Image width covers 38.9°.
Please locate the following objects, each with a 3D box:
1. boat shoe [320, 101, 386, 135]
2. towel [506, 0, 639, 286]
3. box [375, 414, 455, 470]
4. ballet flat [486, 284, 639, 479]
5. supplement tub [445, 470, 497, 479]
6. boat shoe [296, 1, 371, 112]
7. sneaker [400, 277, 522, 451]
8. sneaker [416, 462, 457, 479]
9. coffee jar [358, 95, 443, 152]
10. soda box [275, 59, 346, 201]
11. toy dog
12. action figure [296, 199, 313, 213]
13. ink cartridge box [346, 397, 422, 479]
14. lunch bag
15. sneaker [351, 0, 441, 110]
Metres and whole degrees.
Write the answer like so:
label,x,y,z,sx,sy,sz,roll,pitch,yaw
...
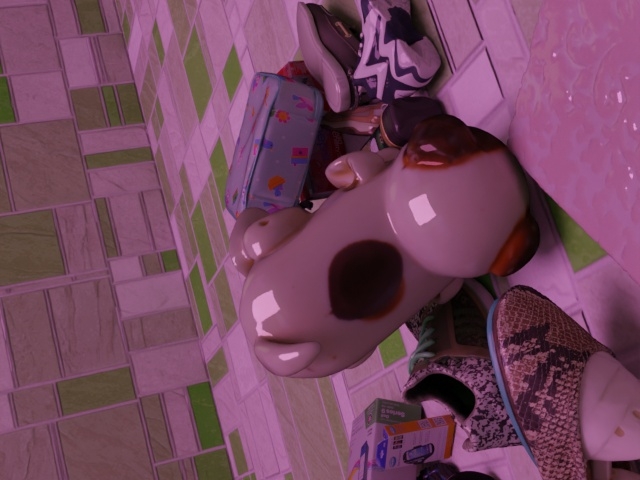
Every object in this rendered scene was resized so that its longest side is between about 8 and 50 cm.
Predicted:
label,x,y,z,sx,sy,sz,roll,pitch,yaw
boat shoe,0.067,-0.221,1.595,0.190,0.068,0.072,15,100,54
towel,0.328,-0.156,0.960,0.317,0.053,0.332,-122,30,-46
box,0.155,0.340,1.521,0.028,0.136,0.081,-116,25,-55
ballet flat,0.332,0.273,1.035,0.182,0.164,0.483,-3,108,42
supplement tub,0.233,0.467,1.430,0.106,0.106,0.198,-129,34,-51
boat shoe,0.028,-0.330,1.589,0.305,0.091,0.109,-114,15,-45
sneaker,0.184,0.167,1.301,0.410,0.182,0.158,-137,41,-58
sneaker,0.195,0.478,1.581,0.083,0.087,0.221,-94,20,-62
coffee jar,0.123,-0.152,1.425,0.184,0.096,0.079,124,135,-61
soda box,-0.014,-0.214,1.765,0.092,0.083,0.263,158,101,-68
toy dog,0.085,-0.007,1.230,0.284,0.408,0.395,57,-160,-1
action figure,0.000,0.000,1.751,0.185,0.099,0.285,48,164,8
ink cartridge box,0.110,0.410,1.627,0.154,0.093,0.212,121,159,-60
lunch bag,-0.088,-0.167,1.636,0.224,0.108,0.279,-140,65,-71
sneaker,0.086,-0.306,1.426,0.235,0.094,0.153,60,138,20
